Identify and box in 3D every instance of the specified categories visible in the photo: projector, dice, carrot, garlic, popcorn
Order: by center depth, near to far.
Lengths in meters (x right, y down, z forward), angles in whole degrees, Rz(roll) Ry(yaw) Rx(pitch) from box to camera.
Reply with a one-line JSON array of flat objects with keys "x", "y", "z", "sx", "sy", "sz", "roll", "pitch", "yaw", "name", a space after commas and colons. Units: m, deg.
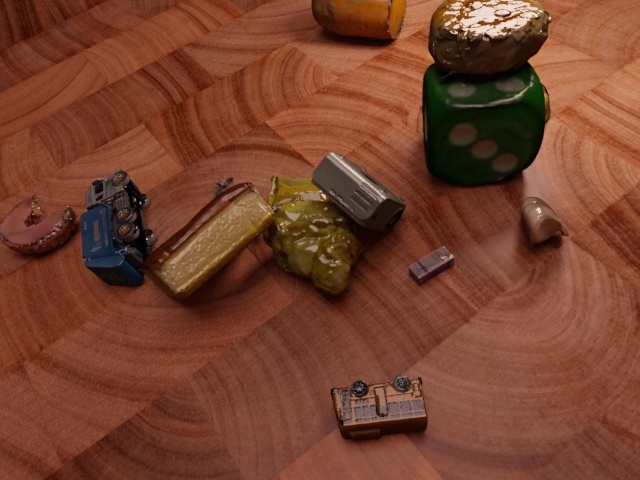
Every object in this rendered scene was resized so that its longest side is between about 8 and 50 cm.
[{"x": 0.569, "y": -0.053, "z": 1.348, "sx": 0.099, "sy": 0.124, "sz": 0.174, "roll": -31, "pitch": 17, "yaw": 20, "name": "garlic"}, {"x": 0.111, "y": -0.125, "z": 1.374, "sx": 0.198, "sy": 0.250, "sz": 0.108, "roll": 43, "pitch": 102, "yaw": 19, "name": "projector"}, {"x": 0.000, "y": 0.000, "z": 1.375, "sx": 0.286, "sy": 0.173, "sz": 0.225, "roll": 32, "pitch": 61, "yaw": 31, "name": "popcorn"}, {"x": 0.446, "y": -0.348, "z": 1.470, "sx": 0.301, "sy": 0.297, "sz": 0.286, "roll": -5, "pitch": 50, "yaw": 7, "name": "dice"}, {"x": 0.142, "y": -0.894, "z": 1.968, "sx": 0.341, "sy": 0.224, "sz": 0.224, "roll": 18, "pitch": 59, "yaw": 22, "name": "carrot"}]

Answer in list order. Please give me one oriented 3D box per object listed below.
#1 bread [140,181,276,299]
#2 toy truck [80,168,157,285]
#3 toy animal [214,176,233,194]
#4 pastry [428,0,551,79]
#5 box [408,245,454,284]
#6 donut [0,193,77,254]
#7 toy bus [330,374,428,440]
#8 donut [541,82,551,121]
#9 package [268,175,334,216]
[{"x": -0.298, "y": 0.004, "z": 1.348, "sx": 0.333, "sy": 0.324, "sz": 0.143, "roll": -43, "pitch": 100, "yaw": -21, "name": "bread"}, {"x": -0.598, "y": -0.037, "z": 1.527, "sx": 0.175, "sy": 0.146, "sz": 0.367, "roll": -21, "pitch": 53, "yaw": 0, "name": "toy truck"}, {"x": -0.320, "y": -0.180, "z": 1.650, "sx": 0.050, "sy": 0.028, "sz": 0.084, "roll": 33, "pitch": 65, "yaw": 20, "name": "toy animal"}, {"x": 0.438, "y": -0.548, "z": 1.361, "sx": 0.330, "sy": 0.136, "sz": 0.329, "roll": -5, "pitch": 45, "yaw": 5, "name": "pastry"}, {"x": 0.292, "y": 0.066, "z": 1.356, "sx": 0.117, "sy": 0.036, "sz": 0.050, "roll": -28, "pitch": 54, "yaw": -11, "name": "box"}, {"x": -0.889, "y": -0.039, "z": 1.617, "sx": 0.233, "sy": 0.085, "sz": 0.199, "roll": 18, "pitch": 59, "yaw": 22, "name": "donut"}, {"x": 0.128, "y": 0.370, "z": 1.127, "sx": 0.201, "sy": 0.098, "sz": 0.114, "roll": -8, "pitch": 53, "yaw": 3, "name": "toy bus"}, {"x": 0.648, "y": -0.444, "z": 1.641, "sx": 0.167, "sy": 0.073, "sz": 0.183, "roll": 7, "pitch": 54, "yaw": 19, "name": "donut"}, {"x": -0.050, "y": -0.126, "z": 1.524, "sx": 0.227, "sy": 0.090, "sz": 0.168, "roll": -1, "pitch": 58, "yaw": 5, "name": "package"}]
